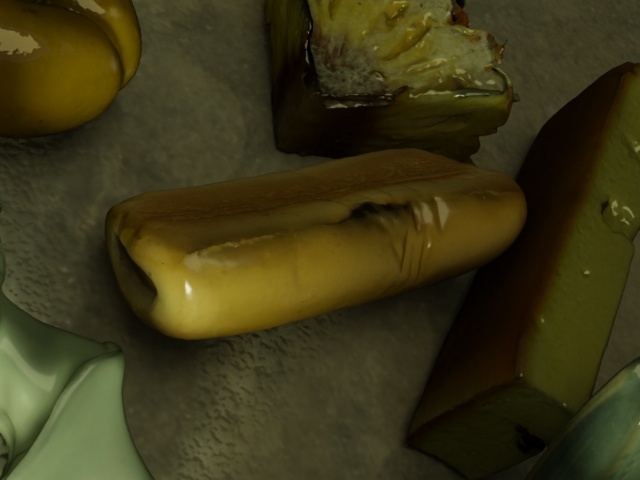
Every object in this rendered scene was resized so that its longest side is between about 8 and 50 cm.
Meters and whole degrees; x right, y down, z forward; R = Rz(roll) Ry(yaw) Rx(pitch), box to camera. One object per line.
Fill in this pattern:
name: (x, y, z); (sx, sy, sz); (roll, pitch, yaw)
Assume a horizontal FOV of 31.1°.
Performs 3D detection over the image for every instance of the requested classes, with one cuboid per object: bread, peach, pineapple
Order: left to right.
peach: (-0.206, -0.147, 0.780); (0.179, 0.103, 0.179); (16, 55, -24)
bread: (0.000, 0.000, 0.798); (0.305, 0.142, 0.091); (-12, 109, -33)
pineapple: (0.036, -0.138, 0.923); (0.236, 0.114, 0.186); (34, 50, 6)
bread: (0.180, 0.009, 0.876); (0.077, 0.138, 0.361); (36, 50, -7)

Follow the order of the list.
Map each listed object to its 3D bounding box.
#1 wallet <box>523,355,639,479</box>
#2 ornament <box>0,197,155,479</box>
wallet: (0.286, 0.149, 0.787); (0.360, 0.252, 0.083); (-1, 39, -31)
ornament: (-0.182, 0.066, 0.643); (0.120, 0.130, 0.285); (-43, 107, -30)
